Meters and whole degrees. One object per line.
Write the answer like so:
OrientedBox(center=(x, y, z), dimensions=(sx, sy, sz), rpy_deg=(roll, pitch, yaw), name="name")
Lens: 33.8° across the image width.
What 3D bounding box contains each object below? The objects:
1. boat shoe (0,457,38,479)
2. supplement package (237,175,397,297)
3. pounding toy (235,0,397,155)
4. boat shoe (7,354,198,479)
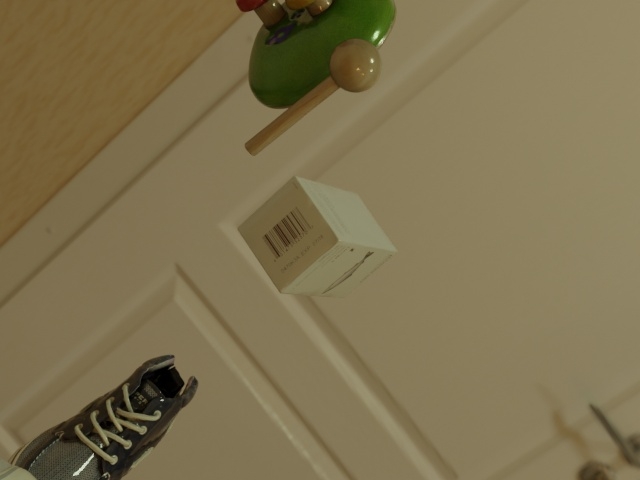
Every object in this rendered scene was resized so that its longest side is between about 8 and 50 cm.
OrientedBox(center=(-0.260, 0.180, 0.718), dimensions=(0.081, 0.079, 0.227), rpy_deg=(29, -8, 1), name="boat shoe")
OrientedBox(center=(0.000, 0.000, 1.328), dimensions=(0.105, 0.105, 0.179), rpy_deg=(54, 19, 20), name="supplement package")
OrientedBox(center=(-0.025, -0.224, 1.104), dimensions=(0.110, 0.183, 0.237), rpy_deg=(50, 26, -31), name="pounding toy")
OrientedBox(center=(-0.292, 0.257, 1.423), dimensions=(0.127, 0.158, 0.340), rpy_deg=(42, 22, 4), name="boat shoe")
